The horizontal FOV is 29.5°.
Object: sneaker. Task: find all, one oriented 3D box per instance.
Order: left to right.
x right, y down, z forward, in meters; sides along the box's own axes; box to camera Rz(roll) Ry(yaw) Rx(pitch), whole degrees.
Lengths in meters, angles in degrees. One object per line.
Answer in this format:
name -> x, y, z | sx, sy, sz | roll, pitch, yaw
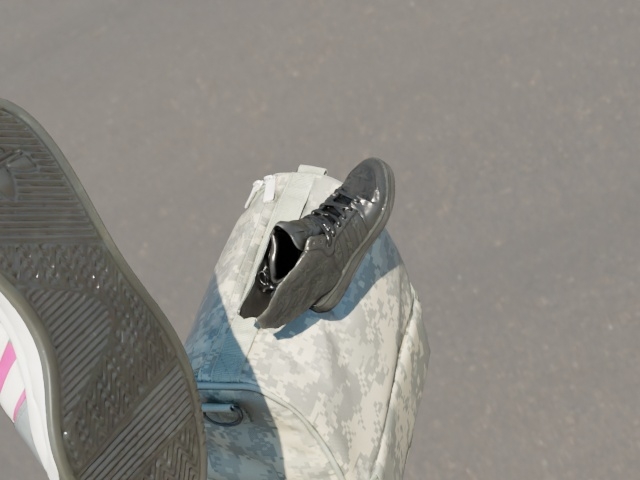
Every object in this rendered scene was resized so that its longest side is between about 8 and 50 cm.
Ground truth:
sneaker -> -0.194, 0.062, 0.774 | 0.123, 0.296, 0.178 | -31, 12, -34
sneaker -> -0.002, -0.001, 1.005 | 0.051, 0.089, 0.170 | 24, 88, 40

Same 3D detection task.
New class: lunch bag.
lunch bag -> -0.025, 0.111, 1.176 | 0.212, 0.256, 0.305 | 3, 45, 18
